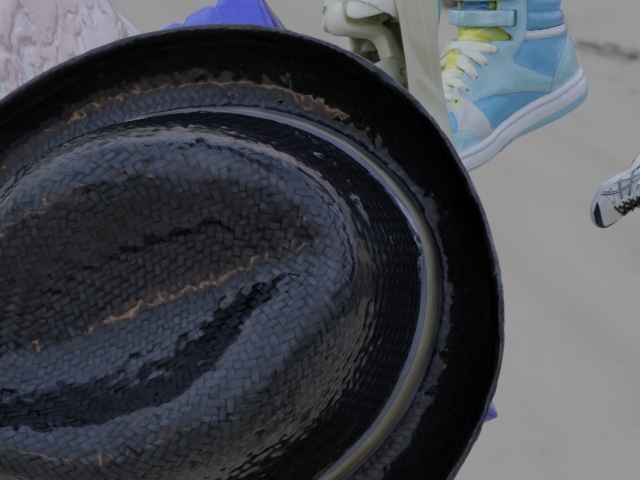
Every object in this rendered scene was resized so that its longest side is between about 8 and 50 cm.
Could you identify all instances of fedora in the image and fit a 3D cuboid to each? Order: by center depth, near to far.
[{"bbox_3d":[-0.084,0.038,0.819,0.334,0.334,0.152,18,-3,12],"label":"fedora"}]

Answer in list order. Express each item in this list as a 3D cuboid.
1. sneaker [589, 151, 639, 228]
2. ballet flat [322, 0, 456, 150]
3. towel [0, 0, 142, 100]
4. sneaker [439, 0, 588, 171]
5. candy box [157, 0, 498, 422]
[{"bbox_3d":[0.243,-0.038,1.344,0.032,0.083,0.037,29,19,-40],"label":"sneaker"},{"bbox_3d":[0.043,-0.129,1.206,0.086,0.248,0.086,-10,-2,0],"label":"ballet flat"},{"bbox_3d":[-0.260,-0.125,1.723,0.053,0.332,0.317,-12,-36,30],"label":"towel"},{"bbox_3d":[0.156,-0.200,1.951,0.319,0.208,0.127,-31,28,-34],"label":"sneaker"},{"bbox_3d":[0.000,0.000,1.343,0.317,0.122,0.268,50,16,-59],"label":"candy box"}]
